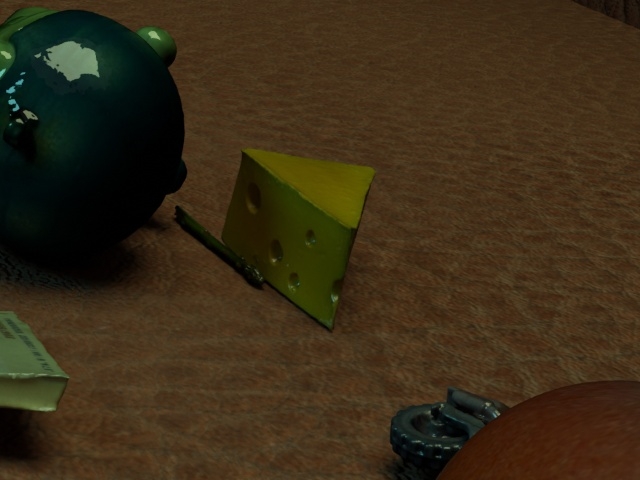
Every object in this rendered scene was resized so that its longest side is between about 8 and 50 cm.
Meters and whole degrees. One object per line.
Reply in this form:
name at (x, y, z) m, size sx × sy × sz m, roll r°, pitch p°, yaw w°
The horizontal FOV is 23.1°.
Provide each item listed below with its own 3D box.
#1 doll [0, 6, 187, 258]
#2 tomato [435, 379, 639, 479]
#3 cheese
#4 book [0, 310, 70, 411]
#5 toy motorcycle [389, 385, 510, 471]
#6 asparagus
doll at (-0.197, -0.089, 1.280) m, size 0.186 × 0.198 × 0.322 m, roll 28°, pitch 11°, yaw 7°
tomato at (0.156, 0.178, 0.689) m, size 0.255 × 0.224 × 0.256 m, roll 13°, pitch 3°, yaw -1°
cheese at (0.000, 0.000, 1.301) m, size 0.126 × 0.093 × 0.171 m, roll 9°, pitch 19°, yaw -19°
book at (-0.317, 0.064, 0.965) m, size 0.289 × 0.026 × 0.201 m, roll 4°, pitch 8°, yaw -22°
toy motorcycle at (0.151, 0.144, 1.002) m, size 0.212 × 0.084 × 0.118 m, roll 20°, pitch 27°, yaw 35°
asparagus at (-0.090, 0.004, 1.357) m, size 0.166 × 0.013 × 0.016 m, roll 37°, pitch -12°, yaw 49°
